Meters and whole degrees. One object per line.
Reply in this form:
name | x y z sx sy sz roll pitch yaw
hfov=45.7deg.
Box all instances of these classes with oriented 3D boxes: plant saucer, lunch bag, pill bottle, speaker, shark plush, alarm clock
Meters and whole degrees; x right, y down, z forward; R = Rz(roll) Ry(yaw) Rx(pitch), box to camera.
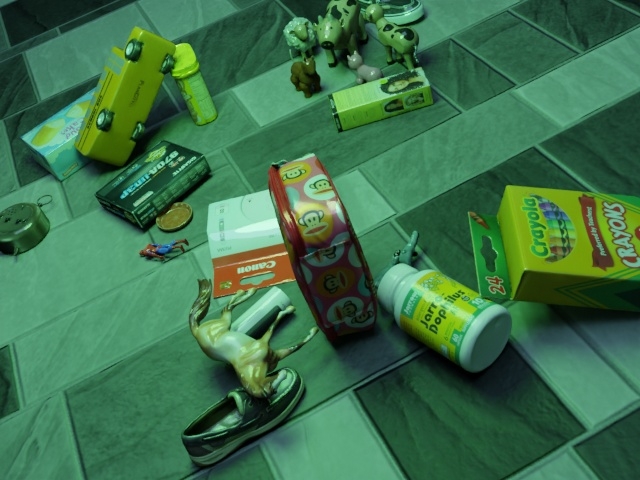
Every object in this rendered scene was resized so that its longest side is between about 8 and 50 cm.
plant saucer | -0.322 -0.051 1.681 0.083 0.013 0.083 -10 45 10
lunch bag | 0.000 0.000 1.313 0.120 0.293 0.258 -19 39 -1
pill bottle | 0.197 0.118 1.250 0.117 0.117 0.208 -41 47 -21
speaker | -0.115 0.145 1.379 0.136 0.055 0.055 -41 47 -22
shark plush | 0.146 0.047 1.376 0.073 0.067 0.161 27 60 38
alarm clock | -0.694 -0.046 1.777 0.129 0.064 0.192 8 47 27

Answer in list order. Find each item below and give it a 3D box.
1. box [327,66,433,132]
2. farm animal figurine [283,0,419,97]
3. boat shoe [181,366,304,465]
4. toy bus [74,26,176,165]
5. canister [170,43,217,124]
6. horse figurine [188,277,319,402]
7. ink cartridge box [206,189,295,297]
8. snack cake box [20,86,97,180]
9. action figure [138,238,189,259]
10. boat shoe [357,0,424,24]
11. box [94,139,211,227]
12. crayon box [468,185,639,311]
box | 0.137 -0.327 1.764 0.232 0.058 0.087 -17 43 3
farm animal figurine | 0.067 -0.512 1.891 0.330 0.172 0.326 -13 43 7
boat shoe | -0.125 0.276 1.237 0.223 0.073 0.080 -34 44 -15
toy bus | -0.473 -0.348 1.835 0.130 0.108 0.332 37 105 45
canister | -0.323 -0.390 1.908 0.073 0.170 0.126 -24 43 -4
horse figurine | -0.133 0.162 1.290 0.263 0.066 0.174 25 55 27
ink cartridge box | -0.135 -0.005 1.540 0.189 0.066 0.232 -13 39 7
snack cake box | -0.615 -0.283 1.965 0.264 0.089 0.152 -41 46 -21
action figure | -0.334 0.020 1.604 0.115 0.030 0.038 -6 39 21
boat shoe | 0.154 -0.670 2.070 0.108 0.102 0.301 -39 46 -20
box | -0.386 -0.135 1.752 0.175 0.051 0.220 23 57 42
crayon box | 0.412 0.011 1.237 0.319 0.081 0.202 4 45 -2
